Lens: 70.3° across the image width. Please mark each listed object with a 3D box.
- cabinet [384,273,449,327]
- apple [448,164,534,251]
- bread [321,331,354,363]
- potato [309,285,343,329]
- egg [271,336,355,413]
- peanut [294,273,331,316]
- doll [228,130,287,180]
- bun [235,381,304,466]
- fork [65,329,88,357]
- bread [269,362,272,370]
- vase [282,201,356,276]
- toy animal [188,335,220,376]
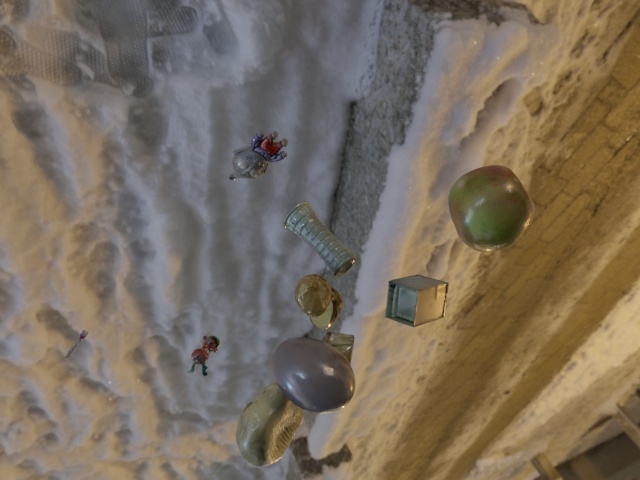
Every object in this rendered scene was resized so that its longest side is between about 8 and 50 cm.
[{"bbox_3d":[0.364,0.225,1.740,0.206,0.150,0.145,-5,104,-44],"label":"cabinet"},{"bbox_3d":[0.636,-0.122,1.694,0.277,0.319,0.319,-24,147,27],"label":"apple"},{"bbox_3d":[0.043,0.434,1.636,0.109,0.210,0.192,13,165,-3],"label":"bread"},{"bbox_3d":[0.026,0.257,1.766,0.081,0.164,0.200,-4,142,-34],"label":"potato"},{"bbox_3d":[-0.018,0.291,0.994,0.146,0.198,0.146,-56,167,-20],"label":"egg"},{"bbox_3d":[-0.025,0.193,1.614,0.109,0.141,0.159,-4,140,29],"label":"peanut"},{"bbox_3d":[-0.173,-0.212,1.187,0.227,0.075,0.102,-26,127,38],"label":"doll"},{"bbox_3d":[-0.129,0.424,1.090,0.222,0.127,0.222,-43,143,-46],"label":"bun"},{"bbox_3d":[-0.620,0.262,1.156,0.016,0.012,0.115,40,110,-5],"label":"fork"},{"bbox_3d":[-0.082,0.391,1.427,0.122,0.149,0.073,2,110,-57],"label":"bread"},{"bbox_3d":[0.000,0.000,1.746,0.143,0.299,0.143,-37,159,-17],"label":"vase"},{"bbox_3d":[-0.481,0.473,1.865,0.100,0.208,0.103,36,109,-15],"label":"toy animal"}]
